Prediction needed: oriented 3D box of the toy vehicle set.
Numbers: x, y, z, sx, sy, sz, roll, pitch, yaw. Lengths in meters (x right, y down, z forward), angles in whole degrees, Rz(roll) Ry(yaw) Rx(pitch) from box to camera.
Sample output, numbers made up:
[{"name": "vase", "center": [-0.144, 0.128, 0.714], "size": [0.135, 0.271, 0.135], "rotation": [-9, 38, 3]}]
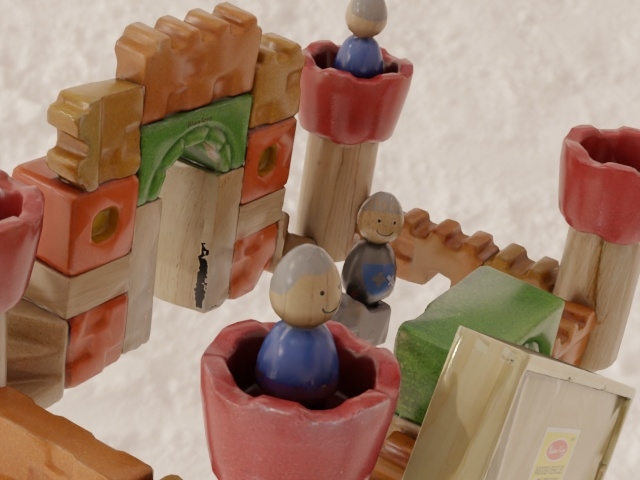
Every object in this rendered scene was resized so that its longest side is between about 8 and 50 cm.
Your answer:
[{"name": "toy vehicle set", "center": [0.103, 0.143, 0.689], "size": [0.035, 0.267, 0.166], "rotation": [20, 89, 26]}]

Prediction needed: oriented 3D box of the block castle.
[{"name": "block castle", "center": [0.000, 0.000, 0.743], "size": [0.303, 0.212, 0.453], "rotation": [23, 29, 27]}]
